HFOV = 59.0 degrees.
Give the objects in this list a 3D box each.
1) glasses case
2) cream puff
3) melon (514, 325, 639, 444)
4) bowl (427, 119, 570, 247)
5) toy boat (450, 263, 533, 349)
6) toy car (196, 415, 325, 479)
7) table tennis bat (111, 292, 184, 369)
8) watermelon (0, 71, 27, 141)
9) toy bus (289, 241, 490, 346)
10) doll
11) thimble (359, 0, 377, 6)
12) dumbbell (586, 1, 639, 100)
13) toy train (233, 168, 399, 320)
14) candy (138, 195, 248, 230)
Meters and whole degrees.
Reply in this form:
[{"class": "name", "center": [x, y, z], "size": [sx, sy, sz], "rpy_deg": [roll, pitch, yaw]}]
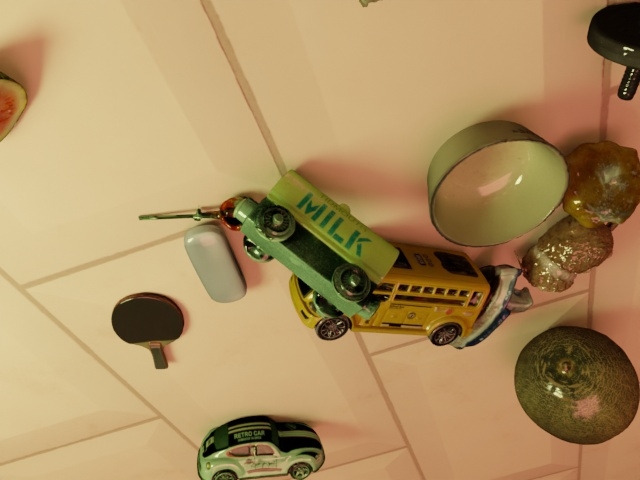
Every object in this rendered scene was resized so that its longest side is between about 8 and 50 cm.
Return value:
[{"class": "glasses case", "center": [-0.176, 0.044, 0.964], "size": [0.067, 0.045, 0.178], "rpy_deg": [-14, 134, 2]}, {"class": "cream puff", "center": [0.446, -0.091, 0.918], "size": [0.146, 0.116, 0.146], "rpy_deg": [0, 93, 5]}, {"class": "melon", "center": [0.558, 0.320, 1.239], "size": [0.249, 0.248, 0.329], "rpy_deg": [-26, 140, 14]}, {"class": "bowl", "center": [0.255, -0.098, 0.866], "size": [0.211, 0.112, 0.211], "rpy_deg": [-6, 133, -6]}, {"class": "toy boat", "center": [0.318, 0.135, 1.099], "size": [0.115, 0.114, 0.262], "rpy_deg": [18, 136, -21]}, {"class": "toy car", "center": [-0.141, 0.490, 1.350], "size": [0.306, 0.136, 0.125], "rpy_deg": [-3, 113, -10]}, {"class": "table tennis bat", "center": [-0.324, 0.178, 1.084], "size": [0.130, 0.019, 0.220], "rpy_deg": [-4, 133, -6]}, {"class": "watermelon", "center": [-0.428, -0.165, 0.699], "size": [0.069, 0.087, 0.163], "rpy_deg": [44, 116, -5]}, {"class": "toy bus", "center": [0.119, 0.081, 0.994], "size": [0.331, 0.145, 0.151], "rpy_deg": [7, 124, -22]}, {"class": "doll", "center": [0.462, 0.010, 1.016], "size": [0.115, 0.105, 0.221], "rpy_deg": [35, 121, -28]}, {"class": "thimble", "center": [0.064, -0.321, 0.630], "size": [0.062, 0.084, 0.110], "rpy_deg": [-16, 132, 4]}, {"class": "dumbbell", "center": [0.413, -0.312, 0.668], "size": [0.143, 0.143, 0.325], "rpy_deg": [-8, 135, -4]}, {"class": "toy train", "center": [0.000, 0.000, 0.840], "size": [0.253, 0.157, 0.105], "rpy_deg": [37, 147, 0]}, {"class": "candy", "center": [-0.195, -0.039, 0.891], "size": [0.185, 0.049, 0.055], "rpy_deg": [-2, 104, 2]}]
